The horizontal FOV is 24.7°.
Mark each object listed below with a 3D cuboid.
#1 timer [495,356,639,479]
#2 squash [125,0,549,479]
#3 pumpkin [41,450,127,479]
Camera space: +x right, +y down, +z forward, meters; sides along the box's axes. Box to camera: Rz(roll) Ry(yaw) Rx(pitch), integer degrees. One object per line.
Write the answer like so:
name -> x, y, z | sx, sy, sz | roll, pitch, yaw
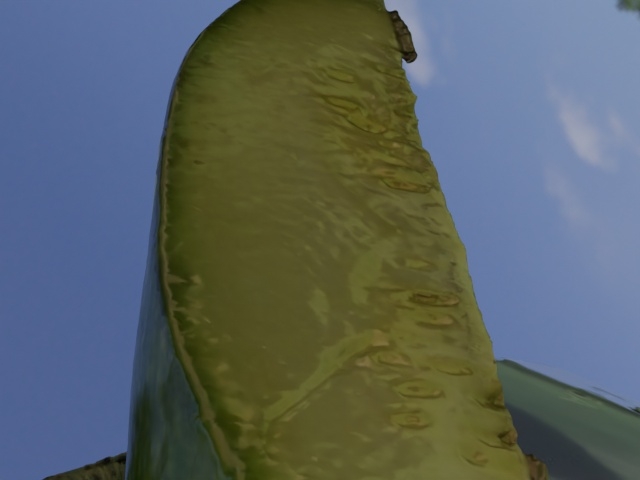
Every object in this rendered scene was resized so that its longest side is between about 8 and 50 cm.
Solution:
timer -> 0.066, 0.241, 0.627 | 0.173, 0.395, 0.395 | 22, -166, 20
squash -> 0.000, 0.000, 0.389 | 0.093, 0.169, 0.252 | 9, -108, -16
pumpkin -> -0.127, 0.156, 0.781 | 0.101, 0.035, 0.073 | -5, -111, -55
